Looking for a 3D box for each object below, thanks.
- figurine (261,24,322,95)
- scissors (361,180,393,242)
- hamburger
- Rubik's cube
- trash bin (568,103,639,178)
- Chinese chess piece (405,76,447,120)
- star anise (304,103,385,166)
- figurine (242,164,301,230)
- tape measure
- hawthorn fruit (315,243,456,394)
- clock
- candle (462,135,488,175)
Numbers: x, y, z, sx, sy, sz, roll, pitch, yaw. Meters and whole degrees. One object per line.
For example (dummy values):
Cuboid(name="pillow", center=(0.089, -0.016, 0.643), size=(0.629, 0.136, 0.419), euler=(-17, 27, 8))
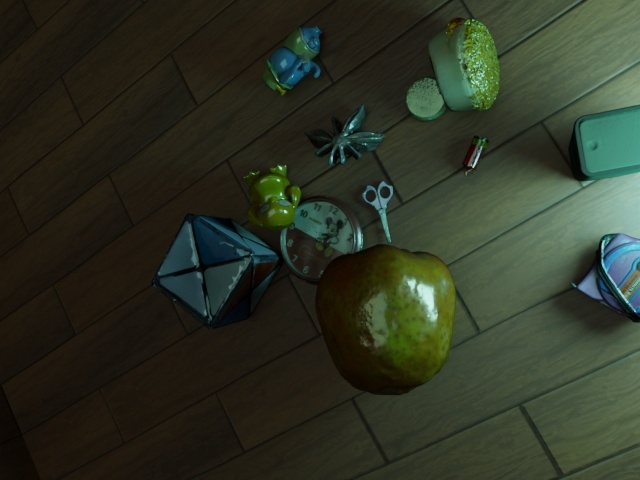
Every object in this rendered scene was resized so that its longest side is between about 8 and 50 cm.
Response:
Cuboid(name="figurine", center=(-0.094, -0.630, 1.962), size=(0.262, 0.154, 0.180), euler=(-35, 68, 21))
Cuboid(name="scissors", center=(0.213, -0.095, 1.926), size=(0.110, 0.021, 0.212), euler=(-15, 86, 16))
Cuboid(name="hamburger", center=(0.448, -0.534, 1.703), size=(0.179, 0.276, 0.294), euler=(-14, 91, 30))
Cuboid(name="Rubik's cube", center=(-0.362, 0.096, 1.987), size=(0.310, 0.305, 0.307), euler=(33, 101, 17))
Cuboid(name="trash bin", center=(0.808, -0.247, 1.539), size=(0.223, 0.343, 0.158), euler=(-9, 86, 19))
Cuboid(name="Chinese chess piece", center=(0.352, -0.468, 1.852), size=(0.144, 0.058, 0.144), euler=(1, 93, 19))
Cuboid(name="star anise", center=(0.087, -0.347, 1.928), size=(0.257, 0.110, 0.198), euler=(-24, 67, 12))
Cuboid(name="figurine", center=(-0.169, -0.148, 1.962), size=(0.215, 0.228, 0.215), euler=(-3, 110, -8))
Cuboid(name="tape measure", center=(0.897, 0.101, 1.623), size=(0.245, 0.149, 0.231), euler=(38, 106, 23))
Cuboid(name="hawthorn fruit", center=(0.196, 0.245, 1.714), size=(0.471, 0.472, 0.472), euler=(0, 91, 20))
Cuboid(name="clock", center=(0.000, 0.000, 1.975), size=(0.318, 0.080, 0.319), euler=(-1, 87, 25))
Cuboid(name="candle", center=(0.495, -0.270, 1.807), size=(0.052, 0.052, 0.131), euler=(24, 99, 18))
